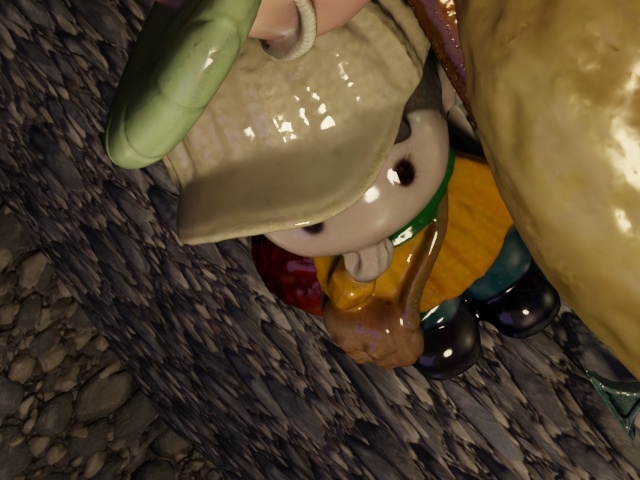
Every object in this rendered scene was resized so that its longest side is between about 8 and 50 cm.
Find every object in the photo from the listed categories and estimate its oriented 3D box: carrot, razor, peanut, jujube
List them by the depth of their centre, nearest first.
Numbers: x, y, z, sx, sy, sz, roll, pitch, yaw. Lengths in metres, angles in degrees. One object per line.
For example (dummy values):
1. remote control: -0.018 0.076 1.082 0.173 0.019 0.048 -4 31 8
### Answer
1. peanut: 0.196 -0.001 0.736 0.387 0.169 0.192 47 160 -3
2. carrot: 0.085 -0.111 0.977 0.161 0.055 0.055 53 164 -17
3. razor: 0.257 0.115 1.162 0.066 0.033 0.190 53 158 -25
4. jujube: 0.000 0.000 1.394 0.109 0.112 0.176 50 169 -17

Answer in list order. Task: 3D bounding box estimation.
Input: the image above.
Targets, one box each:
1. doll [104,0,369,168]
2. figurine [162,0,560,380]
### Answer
1. doll: -0.046 -0.189 0.765 0.216 0.284 0.268 18 148 -15
2. figurine: 0.020 -0.049 1.120 0.332 0.185 0.204 39 -158 -58
